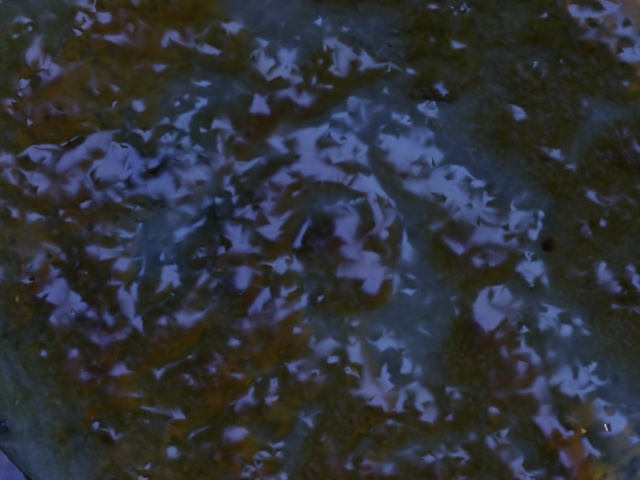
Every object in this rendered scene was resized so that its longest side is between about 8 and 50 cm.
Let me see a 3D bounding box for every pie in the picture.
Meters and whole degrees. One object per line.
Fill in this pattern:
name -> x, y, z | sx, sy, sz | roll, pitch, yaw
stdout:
pie -> 0.000, 0.000, 0.608 | 0.323, 0.070, 0.323 | 2, 113, 6
